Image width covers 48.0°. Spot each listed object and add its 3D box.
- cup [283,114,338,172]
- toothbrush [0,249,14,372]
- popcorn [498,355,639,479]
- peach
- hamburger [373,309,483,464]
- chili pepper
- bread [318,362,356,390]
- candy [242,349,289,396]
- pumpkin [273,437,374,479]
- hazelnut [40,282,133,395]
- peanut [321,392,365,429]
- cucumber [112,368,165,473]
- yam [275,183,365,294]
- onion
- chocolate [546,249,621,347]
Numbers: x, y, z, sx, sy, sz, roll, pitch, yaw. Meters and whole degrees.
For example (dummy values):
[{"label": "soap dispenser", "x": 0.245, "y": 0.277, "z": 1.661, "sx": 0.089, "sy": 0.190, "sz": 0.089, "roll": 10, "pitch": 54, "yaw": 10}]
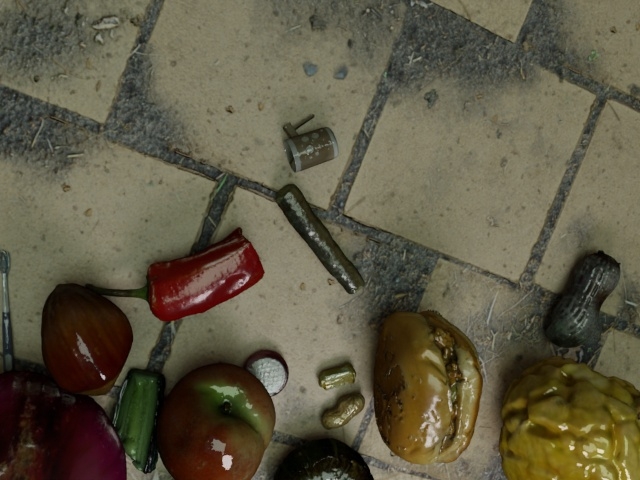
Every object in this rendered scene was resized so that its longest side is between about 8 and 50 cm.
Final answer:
[{"label": "cup", "x": -0.023, "y": -0.199, "z": 1.497, "sx": 0.099, "sy": 0.102, "sz": 0.074, "roll": -20, "pitch": 141, "yaw": -11}, {"label": "toothbrush", "x": -0.620, "y": 0.162, "z": 1.420, "sx": 0.024, "sy": 0.026, "sz": 0.288, "roll": 0, "pitch": 99, "yaw": -11}, {"label": "popcorn", "x": 0.576, "y": 0.463, "z": 1.596, "sx": 0.390, "sy": 0.344, "sz": 0.354, "roll": 33, "pitch": 84, "yaw": -22}, {"label": "peach", "x": -0.213, "y": 0.378, "z": 1.440, "sx": 0.252, "sy": 0.252, "sz": 0.253, "roll": -2, "pitch": 99, "yaw": -13}, {"label": "hamburger", "x": 0.209, "y": 0.303, "z": 1.512, "sx": 0.174, "sy": 0.284, "sz": 0.305, "roll": 2, "pitch": 102, "yaw": -16}, {"label": "chili pepper", "x": -0.283, "y": 0.098, "z": 1.438, "sx": 0.338, "sy": 0.134, "sz": 0.131, "roll": -23, "pitch": 116, "yaw": -11}, {"label": "bread", "x": 0.036, "y": 0.304, "z": 1.599, "sx": 0.087, "sy": 0.034, "sz": 0.049, "roll": -17, "pitch": 117, "yaw": -7}, {"label": "candy", "x": -0.118, "y": 0.288, "z": 1.553, "sx": 0.103, "sy": 0.043, "sz": 0.103, "roll": -2, "pitch": 99, "yaw": -14}, {"label": "pumpkin", "x": 0.010, "y": 0.554, "z": 1.566, "sx": 0.237, "sy": 0.159, "sz": 0.238, "roll": -2, "pitch": 102, "yaw": -9}, {"label": "hazelnut", "x": -0.453, "y": 0.186, "z": 1.367, "sx": 0.180, "sy": 0.212, "sz": 0.181, "roll": 27, "pitch": 84, "yaw": -15}, {"label": "peanut", "x": 0.051, "y": 0.382, "z": 1.608, "sx": 0.113, "sy": 0.054, "sz": 0.054, "roll": -37, "pitch": 105, "yaw": -5}, {"label": "cucumber", "x": -0.364, "y": 0.367, "z": 1.487, "sx": 0.085, "sy": 0.115, "sz": 0.193, "roll": 3, "pitch": 95, "yaw": -58}, {"label": "yam", "x": 0.000, "y": 0.000, "z": 1.532, "sx": 0.061, "sy": 0.061, "sz": 0.274, "roll": -39, "pitch": 106, "yaw": -5}, {"label": "onion", "x": -0.537, "y": 0.448, "z": 1.282, "sx": 0.398, "sy": 0.420, "sz": 0.399, "roll": -3, "pitch": 98, "yaw": -20}, {"label": "chocolate", "x": 0.618, "y": 0.140, "z": 1.680, "sx": 0.110, "sy": 0.110, "sz": 0.248, "roll": 24, "pitch": 95, "yaw": -16}]
